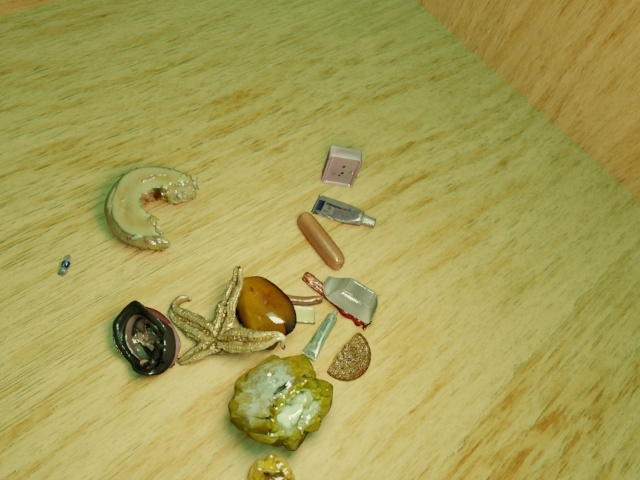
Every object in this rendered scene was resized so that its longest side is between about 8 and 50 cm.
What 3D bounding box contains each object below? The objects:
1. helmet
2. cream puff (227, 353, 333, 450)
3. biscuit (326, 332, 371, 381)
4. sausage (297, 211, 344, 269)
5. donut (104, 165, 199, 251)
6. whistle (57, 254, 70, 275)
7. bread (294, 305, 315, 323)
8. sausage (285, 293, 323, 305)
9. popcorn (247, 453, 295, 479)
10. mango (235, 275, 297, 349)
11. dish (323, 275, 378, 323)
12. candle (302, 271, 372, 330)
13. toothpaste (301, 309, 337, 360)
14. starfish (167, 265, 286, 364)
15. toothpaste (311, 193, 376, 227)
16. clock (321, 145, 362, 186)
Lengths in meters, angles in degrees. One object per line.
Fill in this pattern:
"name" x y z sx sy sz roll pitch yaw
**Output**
"helmet" -0.576 0.337 1.602 0.198 0.154 0.253 -44 61 13
"cream puff" -0.140 0.540 1.562 0.323 0.269 0.274 -35 40 -27
"biscuit" 0.124 0.450 1.764 0.126 0.025 0.206 39 62 9
"sausage" 0.001 0.000 1.946 0.086 0.086 0.289 -28 71 -24
"donut" -0.674 -0.131 1.833 0.308 0.150 0.370 18 60 -2
"whistle" -0.944 0.091 1.725 0.033 0.029 0.083 7 67 9
"bread" -0.095 0.286 1.804 0.154 0.028 0.068 5 62 -8
"sausage" -0.079 0.230 1.827 0.177 0.040 0.047 5 101 -9
"popcorn" -0.152 0.763 1.477 0.167 0.152 0.148 41 80 21
"mango" -0.208 0.250 1.721 0.201 0.152 0.287 -27 64 -35
"dish" 0.124 0.208 1.839 0.234 0.064 0.154 30 37 3
"candle" 0.057 0.239 1.853 0.329 0.048 0.051 38 45 10
"toothpaste" 0.007 0.354 1.785 0.064 0.041 0.218 26 62 16
"starfish" -0.339 0.273 1.644 0.432 0.082 0.323 -20 67 18
"toothpaste" 0.106 -0.117 2.054 0.283 0.068 0.099 19 29 9
"clock" 0.094 -0.326 2.079 0.150 0.197 0.063 8 59 -8
